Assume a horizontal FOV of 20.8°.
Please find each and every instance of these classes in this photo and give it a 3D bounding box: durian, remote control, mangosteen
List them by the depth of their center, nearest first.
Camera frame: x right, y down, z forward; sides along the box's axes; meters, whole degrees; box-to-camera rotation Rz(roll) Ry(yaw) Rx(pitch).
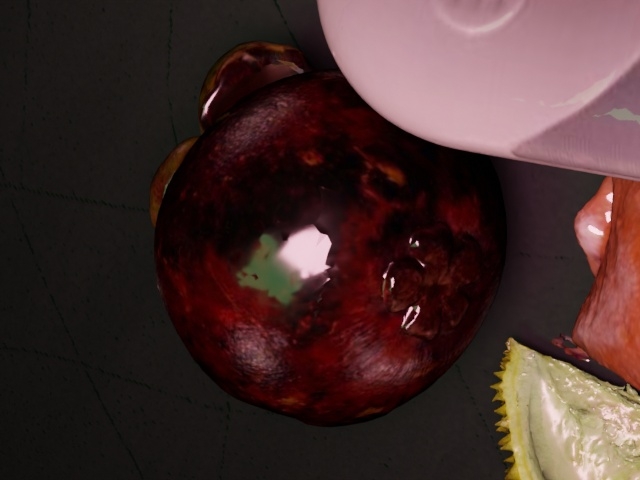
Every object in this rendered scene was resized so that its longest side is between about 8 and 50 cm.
[{"bbox_3d":[0.150,-0.133,0.819,0.332,0.103,0.221,12,75,26],"label":"remote control"},{"bbox_3d":[0.000,0.000,0.953,0.210,0.210,0.210,12,115,27],"label":"mangosteen"},{"bbox_3d":[0.175,0.143,0.977,0.215,0.086,0.100,34,110,18],"label":"durian"}]

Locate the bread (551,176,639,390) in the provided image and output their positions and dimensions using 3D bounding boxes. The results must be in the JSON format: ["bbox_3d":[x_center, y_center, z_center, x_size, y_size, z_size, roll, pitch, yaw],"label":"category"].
[{"bbox_3d":[0.231,0.039,0.836,0.244,0.190,0.123,19,105,28],"label":"bread"}]
